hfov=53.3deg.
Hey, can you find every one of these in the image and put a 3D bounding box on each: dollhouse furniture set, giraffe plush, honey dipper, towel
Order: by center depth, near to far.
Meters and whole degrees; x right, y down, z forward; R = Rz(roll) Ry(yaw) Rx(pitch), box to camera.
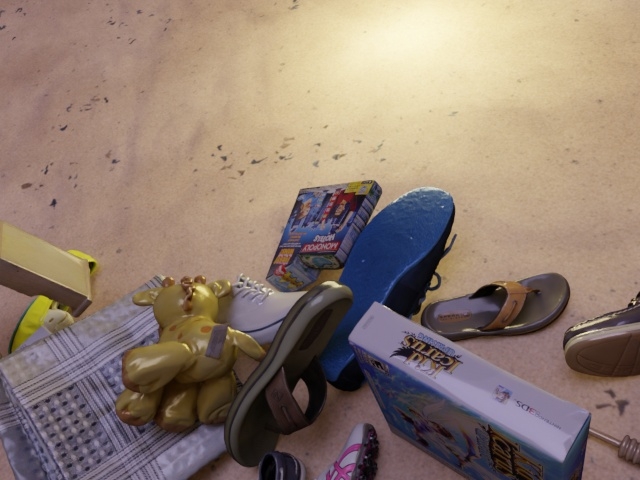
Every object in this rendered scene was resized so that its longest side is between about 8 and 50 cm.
[{"bbox_3d":[0.335,0.239,0.805,0.160,0.030,0.030,20,61,33],"label":"honey dipper"},{"bbox_3d":[-0.186,0.132,0.873,0.210,0.181,0.170,-55,37,23],"label":"giraffe plush"},{"bbox_3d":[-0.291,0.229,0.917,0.324,0.056,0.312,-30,66,-21],"label":"towel"},{"bbox_3d":[-0.510,0.111,1.023,0.242,0.161,0.212,-44,41,14],"label":"dollhouse furniture set"}]

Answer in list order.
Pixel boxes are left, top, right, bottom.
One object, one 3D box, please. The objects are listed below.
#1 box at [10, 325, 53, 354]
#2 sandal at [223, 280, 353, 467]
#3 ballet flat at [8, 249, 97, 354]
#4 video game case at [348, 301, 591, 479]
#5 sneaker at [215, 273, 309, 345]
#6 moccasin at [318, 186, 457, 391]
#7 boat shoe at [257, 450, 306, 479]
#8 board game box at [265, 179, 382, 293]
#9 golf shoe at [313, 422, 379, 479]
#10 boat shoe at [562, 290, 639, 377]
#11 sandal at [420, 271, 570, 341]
[{"bbox_3d":[-0.441,0.216,1.035,0.087,0.102,0.101,27,65,37],"label":"box"},{"bbox_3d":[-0.034,0.189,0.820,0.086,0.303,0.120,39,27,24],"label":"sandal"},{"bbox_3d":[-0.473,0.115,1.150,0.077,0.077,0.231,12,54,6],"label":"ballet flat"},{"bbox_3d":[0.169,0.208,0.725,0.244,0.269,0.061,24,64,33],"label":"video game case"},{"bbox_3d":[-0.107,0.098,0.953,0.258,0.091,0.094,-14,20,42],"label":"sneaker"},{"bbox_3d":[0.094,0.069,0.967,0.137,0.117,0.342,25,68,38],"label":"moccasin"},{"bbox_3d":[-0.089,0.365,0.808,0.075,0.065,0.206,9,62,38],"label":"boat shoe"},{"bbox_3d":[0.000,0.000,1.050,0.194,0.060,0.194,-1,55,52],"label":"board game box"},{"bbox_3d":[0.018,0.318,0.822,0.086,0.067,0.186,9,57,26],"label":"golf shoe"},{"bbox_3d":[0.450,0.103,0.831,0.285,0.103,0.092,-13,45,4],"label":"boat shoe"},{"bbox_3d":[0.252,0.091,0.928,0.219,0.060,0.090,-10,51,11],"label":"sandal"}]
